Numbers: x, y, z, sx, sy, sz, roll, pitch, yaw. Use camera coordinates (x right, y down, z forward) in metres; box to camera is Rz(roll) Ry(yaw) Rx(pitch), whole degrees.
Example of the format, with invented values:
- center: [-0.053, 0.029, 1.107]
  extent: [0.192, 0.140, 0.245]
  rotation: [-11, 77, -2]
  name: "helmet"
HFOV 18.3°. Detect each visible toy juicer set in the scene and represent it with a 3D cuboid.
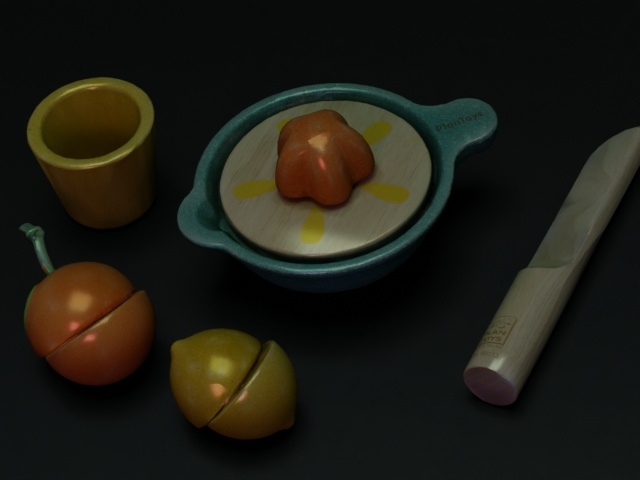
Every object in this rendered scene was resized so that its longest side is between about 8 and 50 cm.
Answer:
- center: [0.000, 0.000, 1.001]
  extent: [0.329, 0.089, 0.209]
  rotation: [0, 48, 9]
  name: "toy juicer set"
